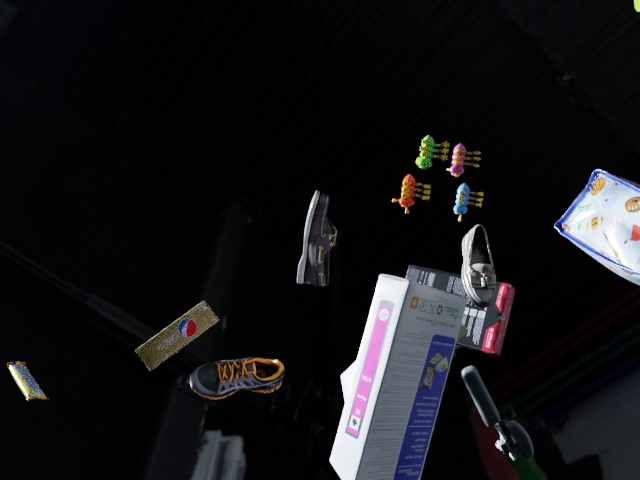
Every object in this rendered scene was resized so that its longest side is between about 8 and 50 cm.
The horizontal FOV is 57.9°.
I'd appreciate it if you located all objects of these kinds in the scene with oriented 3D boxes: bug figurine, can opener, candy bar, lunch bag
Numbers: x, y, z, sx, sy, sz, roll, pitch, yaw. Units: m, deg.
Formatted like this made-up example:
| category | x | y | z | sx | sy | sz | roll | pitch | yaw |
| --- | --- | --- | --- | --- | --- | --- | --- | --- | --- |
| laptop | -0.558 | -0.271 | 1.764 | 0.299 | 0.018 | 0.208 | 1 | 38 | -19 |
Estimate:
| category | x | y | z | sx | sy | sz | roll | pitch | yaw |
| --- | --- | --- | --- | --- | --- | --- | --- | --- | --- |
| bug figurine | 0.328 | -0.169 | 1.587 | 0.279 | 0.216 | 0.072 | 6 | -170 | -28 |
| can opener | 0.485 | 0.476 | 1.605 | 0.280 | 0.093 | 0.074 | 60 | -172 | 8 |
| candy bar | -0.602 | 0.288 | 1.184 | 0.040 | 0.018 | 0.161 | 13 | -171 | -45 |
| lunch bag | 0.838 | 0.014 | 1.401 | 0.327 | 0.239 | 0.385 | 22 | -161 | -19 |

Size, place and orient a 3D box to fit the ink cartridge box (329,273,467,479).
| category | x | y | z | sx | sy | sz | roll | pitch | yaw |
| --- | --- | --- | --- | --- | --- | --- | --- | --- | --- |
| ink cartridge box | 0.117 | 0.247 | 0.886 | 0.069 | 0.371 | 0.175 | 10 | 174 | 44 |

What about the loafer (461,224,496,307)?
| category | x | y | z | sx | sy | sz | roll | pitch | yaw |
| --- | --- | --- | --- | --- | --- | --- | --- | --- | --- |
| loafer | 0.229 | 0.034 | 0.835 | 0.045 | 0.039 | 0.125 | 3 | -124 | -3 |

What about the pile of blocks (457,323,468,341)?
| category | x | y | z | sx | sy | sz | roll | pitch | yaw |
| --- | --- | --- | --- | --- | --- | --- | --- | --- | --- |
| pile of blocks | 0.263 | 0.336 | 1.585 | 0.149 | 0.362 | 0.112 | 20 | -175 | -19 |

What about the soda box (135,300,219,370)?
| category | x | y | z | sx | sy | sz | roll | pitch | yaw |
| --- | --- | --- | --- | --- | --- | --- | --- | --- | --- |
| soda box | -0.316 | 0.210 | 1.285 | 0.058 | 0.181 | 0.061 | 53 | 171 | 0 |

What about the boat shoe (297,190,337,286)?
| category | x | y | z | sx | sy | sz | roll | pitch | yaw |
| --- | --- | --- | --- | --- | --- | --- | --- | --- | --- |
| boat shoe | 0.000 | 0.000 | 1.200 | 0.068 | 0.228 | 0.081 | 13 | -144 | 4 |

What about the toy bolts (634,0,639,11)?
| category | x | y | z | sx | sy | sz | roll | pitch | yaw |
| --- | --- | --- | --- | --- | --- | --- | --- | --- | --- |
| toy bolts | 0.555 | -0.460 | 0.802 | 0.228 | 0.158 | 0.218 | 76 | -157 | -59 |

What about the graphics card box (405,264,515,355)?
| category | x | y | z | sx | sy | sz | roll | pitch | yaw |
| --- | --- | --- | --- | --- | --- | --- | --- | --- | --- |
| graphics card box | 0.447 | 0.230 | 1.955 | 0.371 | 0.233 | 0.094 | 10 | 170 | 35 |

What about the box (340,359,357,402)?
| category | x | y | z | sx | sy | sz | roll | pitch | yaw |
| --- | --- | --- | --- | --- | --- | --- | --- | --- | --- |
| box | 0.118 | 0.297 | 1.072 | 0.091 | 0.130 | 0.170 | 17 | -140 | -24 |

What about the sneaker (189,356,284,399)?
| category | x | y | z | sx | sy | sz | roll | pitch | yaw |
| --- | --- | --- | --- | --- | --- | --- | --- | --- | --- |
| sneaker | -0.178 | 0.291 | 1.267 | 0.215 | 0.083 | 0.084 | 0 | -125 | -26 |
